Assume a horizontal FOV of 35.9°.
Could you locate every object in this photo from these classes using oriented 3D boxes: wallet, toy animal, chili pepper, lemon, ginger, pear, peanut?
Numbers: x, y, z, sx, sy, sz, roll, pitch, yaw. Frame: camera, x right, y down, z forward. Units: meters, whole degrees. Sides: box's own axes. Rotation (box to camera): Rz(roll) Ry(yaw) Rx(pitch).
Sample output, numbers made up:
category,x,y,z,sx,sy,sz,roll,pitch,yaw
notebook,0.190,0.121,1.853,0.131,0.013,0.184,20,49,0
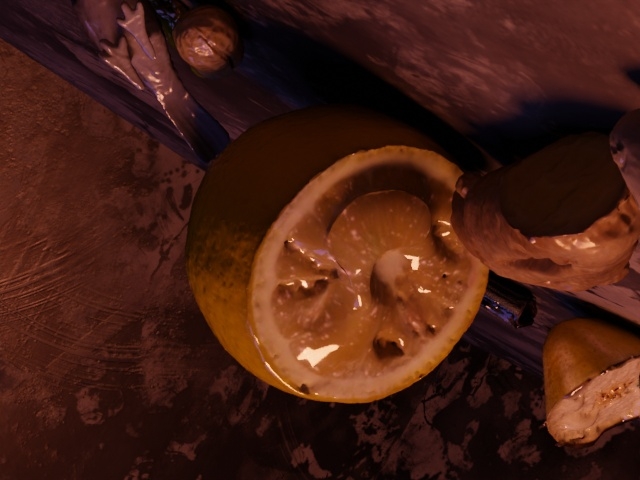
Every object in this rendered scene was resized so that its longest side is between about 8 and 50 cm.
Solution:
category,x,y,z,sx,sy,sz,roll,pitch,yaw
wallet,0.317,0.098,1.958,0.221,0.071,0.262,28,-178,19
toy animal,-0.213,-0.231,1.123,0.367,0.081,0.206,53,180,-17
chili pepper,-0.168,-0.259,1.287,0.052,0.050,0.201,-7,167,7
lemon,0.000,0.000,1.185,0.364,0.364,0.364,30,175,3
ginger,0.218,-0.020,0.917,0.190,0.126,0.354,35,177,4
pear,0.456,0.205,1.654,0.267,0.267,0.178,36,-155,-49
peanut,-0.131,-0.232,1.158,0.080,0.080,0.174,30,178,1

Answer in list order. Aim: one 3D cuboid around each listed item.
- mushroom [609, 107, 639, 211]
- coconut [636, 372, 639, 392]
category,x,y,z,sx,sy,sz,roll,pitch,yaw
mushroom,0.288,-0.027,0.608,0.096,0.108,0.247,-12,-162,-24
coconut,0.473,0.189,1.088,0.236,0.204,0.236,29,156,14
